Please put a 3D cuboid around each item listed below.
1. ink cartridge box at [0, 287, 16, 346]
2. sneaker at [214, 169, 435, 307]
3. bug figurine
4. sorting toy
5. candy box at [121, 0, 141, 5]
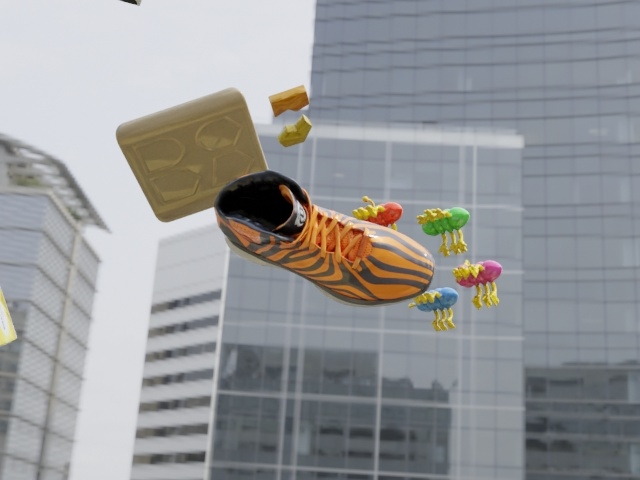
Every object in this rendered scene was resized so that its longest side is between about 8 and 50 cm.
[{"bbox_3d":[-0.522,0.020,1.204,0.072,0.303,0.307,-15,4,9],"label":"ink cartridge box"},{"bbox_3d":[0.000,0.000,1.306,0.321,0.124,0.180,13,-14,8],"label":"sneaker"},{"bbox_3d":[0.183,0.025,1.582,0.216,0.072,0.279,-11,-57,43],"label":"bug figurine"},{"bbox_3d":[-0.159,-0.156,1.581,0.307,0.041,0.229,-19,-39,-2],"label":"sorting toy"},{"bbox_3d":[-0.264,-0.340,0.924,0.234,0.071,0.159,11,-62,-32],"label":"candy box"}]
